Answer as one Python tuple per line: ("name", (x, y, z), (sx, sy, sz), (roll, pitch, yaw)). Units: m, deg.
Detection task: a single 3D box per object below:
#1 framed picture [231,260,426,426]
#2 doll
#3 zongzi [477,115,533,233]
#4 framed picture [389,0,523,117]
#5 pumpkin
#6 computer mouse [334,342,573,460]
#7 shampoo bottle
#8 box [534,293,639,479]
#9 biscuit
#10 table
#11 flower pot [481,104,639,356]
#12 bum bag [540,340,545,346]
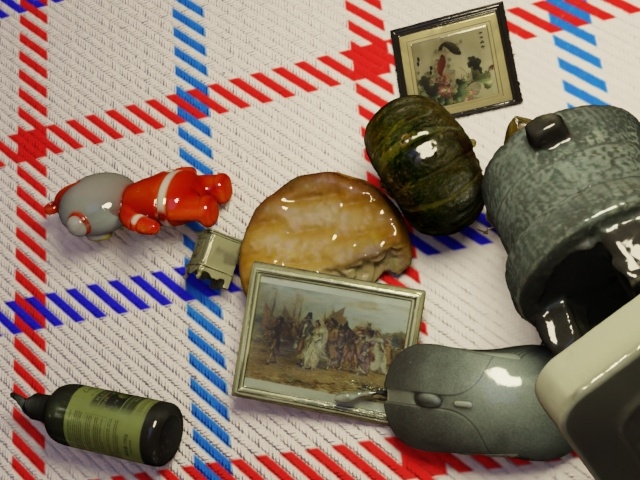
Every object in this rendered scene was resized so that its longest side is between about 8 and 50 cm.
("framed picture", (0.009, 0.155, 1.405), (0.274, 0.017, 0.217), (8, 90, 10))
("doll", (-0.321, -0.059, 1.583), (0.336, 0.105, 0.200), (-2, 33, 16))
("zongzi", (0.350, -0.077, 1.403), (0.184, 0.084, 0.187), (16, 88, 2))
("framed picture", (0.222, -0.290, 1.542), (0.199, 0.010, 0.195), (-11, 69, 14))
("pumpkin", (0.161, -0.112, 1.388), (0.157, 0.224, 0.224), (-27, 66, 4))
("computer mouse", (0.196, 0.228, 1.313), (0.379, 0.090, 0.167), (-2, 85, 16))
("shampoo bottle", (-0.363, 0.286, 1.496), (0.283, 0.101, 0.101), (7, 75, 21))
("box", (0.470, 0.171, 1.116), (0.367, 0.373, 0.090), (-38, 39, 4))
("biscuit", (0.000, 0.000, 1.475), (0.274, 0.091, 0.213), (-21, 70, 13))
("table", (-0.177, 0.031, 1.521), (0.079, 0.062, 0.083), (-7, 63, 64))
("flower pot", (0.371, -0.011, 1.190), (0.299, 0.299, 0.283), (-22, 51, 11))
("bum bag", (0.434, 0.149, 1.298), (0.248, 0.060, 0.123), (20, 83, 25))
